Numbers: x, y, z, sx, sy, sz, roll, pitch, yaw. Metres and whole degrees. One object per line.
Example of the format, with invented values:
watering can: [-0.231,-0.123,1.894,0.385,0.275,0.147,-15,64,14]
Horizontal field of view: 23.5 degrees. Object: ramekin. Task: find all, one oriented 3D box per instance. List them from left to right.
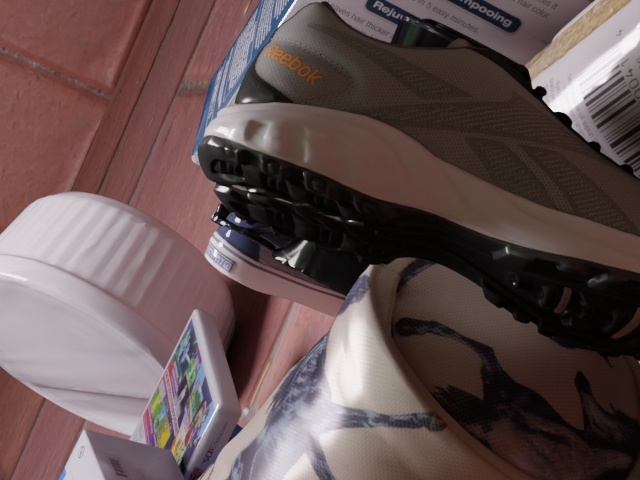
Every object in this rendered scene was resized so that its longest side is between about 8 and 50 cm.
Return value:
ramekin: [-0.205,0.068,1.471,0.127,0.273,0.273,-61,12,-29]

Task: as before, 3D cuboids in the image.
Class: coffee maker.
coffee maker: [0.049,-0.051,0.978,0.178,0.171,0.120,-65,19,5]

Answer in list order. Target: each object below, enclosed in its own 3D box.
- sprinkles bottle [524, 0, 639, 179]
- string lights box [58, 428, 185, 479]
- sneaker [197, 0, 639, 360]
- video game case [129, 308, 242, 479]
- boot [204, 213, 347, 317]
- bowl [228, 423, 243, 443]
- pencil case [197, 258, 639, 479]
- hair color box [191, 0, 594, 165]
sprinkles bottle: [0.153,-0.056,0.759,0.355,0.121,0.121,-40,31,55]
string lights box: [-0.174,0.279,1.076,0.260,0.076,0.133,-62,31,16]
sneaker: [0.088,-0.027,0.667,0.100,0.271,0.108,104,-171,-69]
video game case: [-0.119,0.168,1.200,0.183,0.023,0.201,-63,16,12]
boot: [0.000,0.000,1.106,0.069,0.190,0.086,37,100,29]
bowl: [-0.120,0.327,1.159,0.391,0.077,0.391,-55,20,32]
pencil case: [0.006,0.182,0.801,0.410,0.183,0.160,-54,27,31]
hair color box: [0.063,-0.162,1.084,0.347,0.173,0.105,-52,21,39]
